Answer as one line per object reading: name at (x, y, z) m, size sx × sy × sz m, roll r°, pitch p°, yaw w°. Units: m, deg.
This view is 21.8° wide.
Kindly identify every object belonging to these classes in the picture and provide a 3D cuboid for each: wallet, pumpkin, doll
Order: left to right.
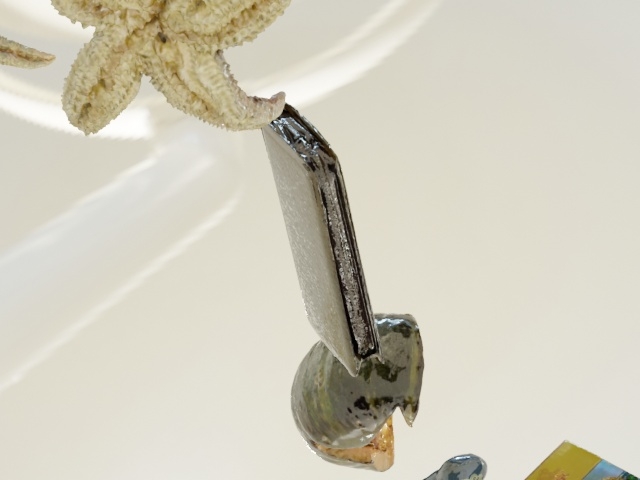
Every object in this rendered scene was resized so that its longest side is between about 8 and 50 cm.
wallet at (0.000, 0.000, 1.242) m, size 0.031 × 0.198 × 0.110 m, roll -22°, pitch -145°, yaw -14°
pumpkin at (0.028, 0.134, 1.457) m, size 0.107 × 0.183 × 0.119 m, roll 8°, pitch -121°, yaw -4°
doll at (0.084, 0.198, 1.287) m, size 0.125 × 0.037 × 0.027 m, roll -42°, pitch -126°, yaw 40°

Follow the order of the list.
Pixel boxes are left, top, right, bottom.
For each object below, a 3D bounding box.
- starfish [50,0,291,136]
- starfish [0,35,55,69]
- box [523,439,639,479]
starfish at (-0.087, -0.128, 0.986) m, size 0.238 × 0.216 × 0.071 m, roll -34°, pitch -142°, yaw 41°
starfish at (-0.423, -0.251, 1.757) m, size 0.295 × 0.048 × 0.231 m, roll 6°, pitch -127°, yaw -7°
box at (0.204, 0.203, 1.187) m, size 0.087 × 0.023 × 0.155 m, roll -44°, pitch -142°, yaw -18°
